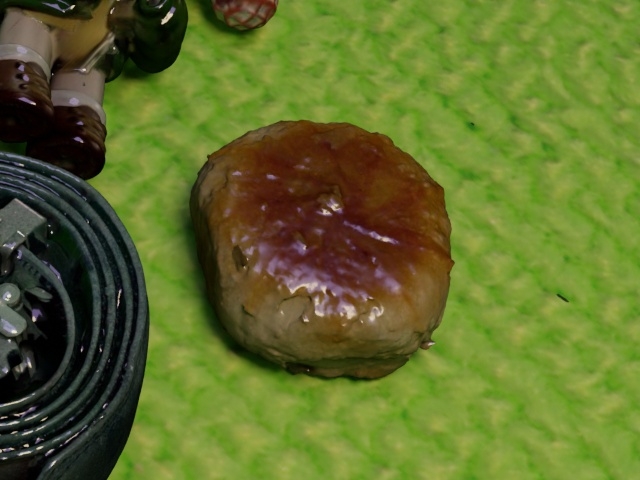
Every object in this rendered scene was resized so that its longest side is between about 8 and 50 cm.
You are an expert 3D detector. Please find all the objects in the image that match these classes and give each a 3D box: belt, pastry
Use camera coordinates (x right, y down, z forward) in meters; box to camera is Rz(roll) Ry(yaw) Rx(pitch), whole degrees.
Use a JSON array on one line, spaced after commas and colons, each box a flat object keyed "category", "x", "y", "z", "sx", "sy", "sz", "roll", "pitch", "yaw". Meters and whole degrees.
[{"category": "belt", "x": -0.212, "y": 0.068, "z": 1.169, "sx": 0.206, "sy": 0.116, "sz": 0.267, "roll": -5, "pitch": 55, "yaw": -18}, {"category": "pastry", "x": 0.000, "y": 0.000, "z": 1.302, "sx": 0.182, "sy": 0.093, "sz": 0.192, "roll": 5, "pitch": 55, "yaw": -12}]

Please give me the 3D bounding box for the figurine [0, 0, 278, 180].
[{"category": "figurine", "x": -0.155, "y": -0.222, "z": 1.371, "sx": 0.281, "sy": 0.167, "sz": 0.370, "roll": 36, "pitch": 55, "yaw": -35}]
